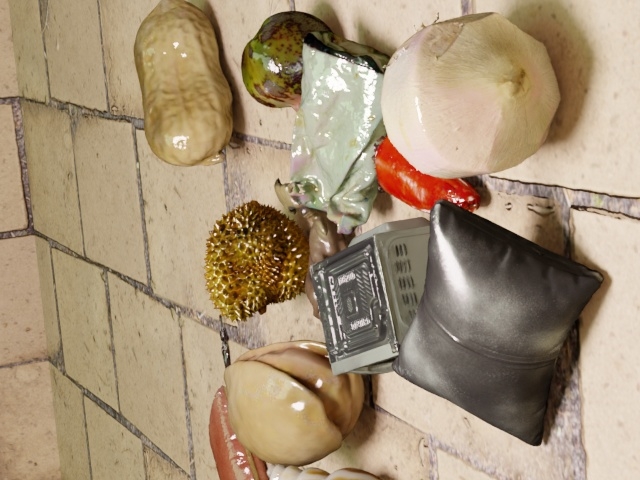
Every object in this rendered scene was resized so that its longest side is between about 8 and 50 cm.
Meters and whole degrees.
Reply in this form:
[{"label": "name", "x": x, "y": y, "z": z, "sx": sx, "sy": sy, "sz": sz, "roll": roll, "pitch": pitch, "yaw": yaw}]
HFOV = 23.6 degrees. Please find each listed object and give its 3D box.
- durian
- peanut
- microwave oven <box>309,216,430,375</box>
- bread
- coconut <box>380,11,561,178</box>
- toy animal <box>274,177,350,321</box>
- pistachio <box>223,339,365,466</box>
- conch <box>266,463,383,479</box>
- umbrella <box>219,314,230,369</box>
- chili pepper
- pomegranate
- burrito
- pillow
[{"label": "durian", "x": -0.087, "y": 0.027, "z": 2.132, "sx": 0.137, "sy": 0.158, "sz": 0.168, "roll": -3, "pitch": 93, "yaw": 53}, {"label": "peanut", "x": -0.212, "y": -0.230, "z": 2.365, "sx": 0.159, "sy": 0.143, "sz": 0.291, "roll": 105, "pitch": 154, "yaw": -60}, {"label": "microwave oven", "x": 0.083, "y": 0.068, "z": 1.780, "sx": 0.208, "sy": 0.122, "sz": 0.162, "roll": 151, "pitch": 108, "yaw": -66}, {"label": "bread", "x": -0.138, "y": 0.344, "z": 2.485, "sx": 0.119, "sy": 0.067, "sz": 0.192, "roll": 119, "pitch": 137, "yaw": -56}, {"label": "coconut", "x": 0.148, "y": -0.146, "z": 1.492, "sx": 0.183, "sy": 0.171, "sz": 0.171, "roll": 156, "pitch": 104, "yaw": -69}, {"label": "toy animal", "x": 0.000, "y": 0.000, "z": 1.998, "sx": 0.186, "sy": 0.094, "sz": 0.214, "roll": -110, "pitch": 15, "yaw": -45}, {"label": "pistachio", "x": -0.040, "y": 0.216, "z": 2.069, "sx": 0.181, "sy": 0.162, "sz": 0.293, "roll": 45, "pitch": 160, "yaw": -6}, {"label": "conch", "x": 0.035, "y": 0.387, "z": 1.976, "sx": 0.275, "sy": 0.149, "sz": 0.183, "roll": 60, "pitch": 145, "yaw": 37}, {"label": "umbrella", "x": -0.159, "y": 0.183, "z": 2.549, "sx": 0.022, "sy": 0.013, "sz": 0.122, "roll": -179, "pitch": 80, "yaw": -80}, {"label": "chili pepper", "x": 0.129, "y": -0.066, "z": 1.713, "sx": 0.169, "sy": 0.065, "sz": 0.088, "roll": 35, "pitch": 146, "yaw": 54}, {"label": "pomegranate", "x": -0.035, "y": -0.212, "z": 1.963, "sx": 0.138, "sy": 0.125, "sz": 0.163, "roll": -31, "pitch": 70, "yaw": 53}, {"label": "burrito", "x": 0.029, "y": -0.131, "z": 1.873, "sx": 0.144, "sy": 0.089, "sz": 0.229, "roll": 28, "pitch": 120, "yaw": 37}, {"label": "pillow", "x": 0.172, "y": 0.091, "z": 1.561, "sx": 0.186, "sy": 0.106, "sz": 0.250, "roll": 26, "pitch": 132, "yaw": 17}]
